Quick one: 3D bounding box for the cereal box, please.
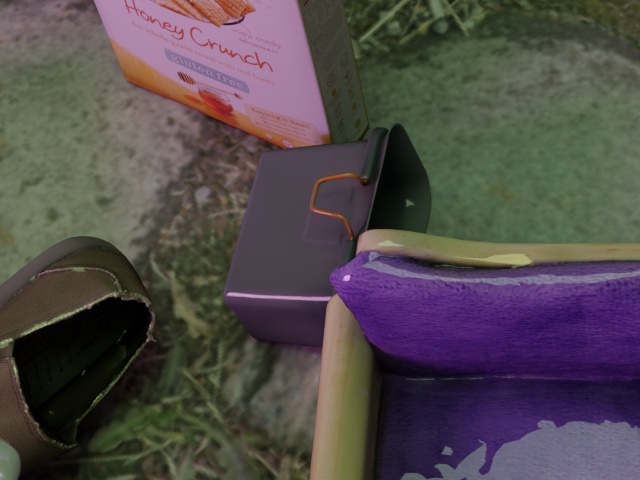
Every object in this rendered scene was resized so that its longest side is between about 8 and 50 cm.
[{"bbox_3d":[-0.067,-0.152,1.005,0.173,0.240,0.047,24,66,23],"label":"cereal box"}]

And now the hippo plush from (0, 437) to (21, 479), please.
[{"bbox_3d":[-0.233,0.188,0.815,0.236,0.294,0.234,-39,82,-16],"label":"hippo plush"}]

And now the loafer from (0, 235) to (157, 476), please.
[{"bbox_3d":[-0.190,0.094,0.953,0.251,0.094,0.087,-46,31,-18],"label":"loafer"}]

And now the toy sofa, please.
[{"bbox_3d":[0.178,0.102,0.845,0.363,0.177,0.150,0,59,10],"label":"toy sofa"}]

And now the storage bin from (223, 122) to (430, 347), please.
[{"bbox_3d":[0.000,0.000,0.994,0.091,0.098,0.135,0,59,23],"label":"storage bin"}]
